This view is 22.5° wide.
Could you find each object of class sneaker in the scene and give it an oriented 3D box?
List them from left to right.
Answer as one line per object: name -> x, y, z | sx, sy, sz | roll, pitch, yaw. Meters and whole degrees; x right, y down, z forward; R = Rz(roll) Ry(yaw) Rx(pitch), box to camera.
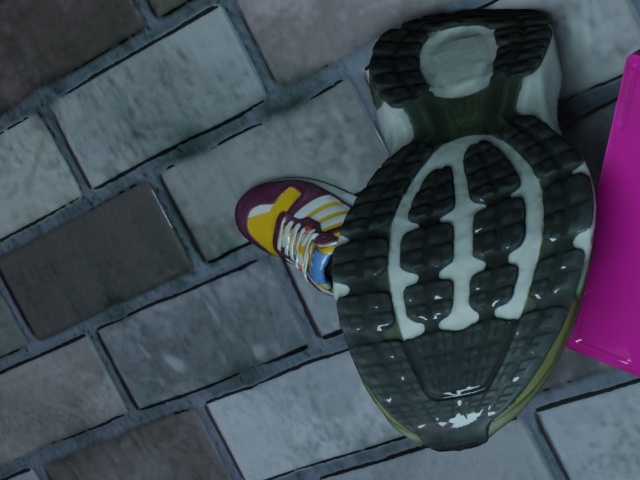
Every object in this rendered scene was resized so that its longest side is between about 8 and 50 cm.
sneaker -> 0.000, 0.000, 1.261 | 0.185, 0.084, 0.069 | 12, 116, 28
sneaker -> 0.113, 0.008, 1.034 | 0.158, 0.410, 0.182 | -9, 124, 16

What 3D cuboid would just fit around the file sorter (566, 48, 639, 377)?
file sorter -> 0.334, -0.001, 0.982 | 0.290, 0.182, 0.202 | 22, 121, 25
